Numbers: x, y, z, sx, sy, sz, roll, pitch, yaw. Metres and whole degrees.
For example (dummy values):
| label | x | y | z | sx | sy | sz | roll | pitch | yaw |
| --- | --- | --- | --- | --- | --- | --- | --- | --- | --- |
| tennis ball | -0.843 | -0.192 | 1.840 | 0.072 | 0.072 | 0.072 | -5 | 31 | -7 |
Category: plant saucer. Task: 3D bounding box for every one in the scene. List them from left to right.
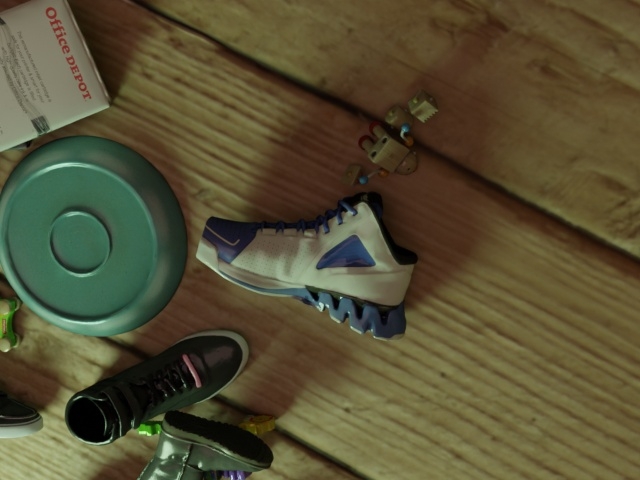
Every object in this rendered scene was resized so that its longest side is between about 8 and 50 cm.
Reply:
| label | x | y | z | sx | sy | sz | roll | pitch | yaw |
| --- | --- | --- | --- | --- | --- | --- | --- | --- | --- |
| plant saucer | -0.360 | 0.000 | 1.377 | 0.317 | 0.044 | 0.317 | 2 | 103 | 10 |

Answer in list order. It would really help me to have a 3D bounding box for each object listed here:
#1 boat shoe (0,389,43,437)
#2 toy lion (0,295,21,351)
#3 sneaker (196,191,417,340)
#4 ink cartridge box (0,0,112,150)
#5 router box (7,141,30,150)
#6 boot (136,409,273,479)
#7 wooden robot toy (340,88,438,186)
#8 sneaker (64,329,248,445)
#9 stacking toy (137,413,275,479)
| label | x | y | z | sx | sy | sz | roll | pitch | yaw |
| --- | --- | --- | --- | --- | --- | --- | --- | --- | --- |
| boat shoe | -0.553 | 0.258 | 1.454 | 0.228 | 0.080 | 0.076 | 9 | 105 | 17 |
| toy lion | -0.528 | 0.121 | 1.442 | 0.096 | 0.034 | 0.100 | 7 | 103 | 17 |
| sneaker | 0.001 | 0.000 | 1.275 | 0.315 | 0.127 | 0.182 | 21 | 101 | -1 |
| ink cartridge box | -0.435 | -0.226 | 1.274 | 0.237 | 0.100 | 0.172 | -23 | 102 | -5 |
| router box | -0.532 | -0.196 | 1.340 | 0.179 | 0.046 | 0.133 | -6 | 101 | -8 |
| boot | -0.189 | 0.369 | 1.354 | 0.189 | 0.076 | 0.208 | 21 | 106 | 0 |
| wooden robot toy | 0.108 | -0.128 | 1.261 | 0.079 | 0.076 | 0.173 | 29 | 109 | -33 |
| sneaker | -0.249 | 0.227 | 1.348 | 0.296 | 0.147 | 0.104 | -23 | 94 | 13 |
| stacking toy | -0.171 | 0.358 | 1.414 | 0.221 | 0.052 | 0.167 | -4 | 99 | 14 |
